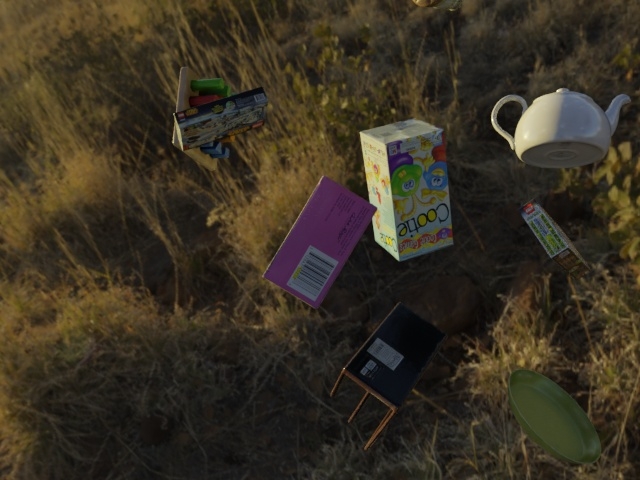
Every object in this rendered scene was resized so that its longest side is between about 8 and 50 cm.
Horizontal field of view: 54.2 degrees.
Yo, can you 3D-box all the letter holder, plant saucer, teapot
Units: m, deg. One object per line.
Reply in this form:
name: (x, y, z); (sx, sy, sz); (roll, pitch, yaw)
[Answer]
letter holder: (0.155, 0.335, 1.546); (0.152, 0.214, 0.302); (34, 40, 14)
plant saucer: (0.498, 0.386, 1.360); (0.037, 0.241, 0.241); (-56, 30, 28)
teapot: (0.626, -0.308, 1.639); (0.252, 0.256, 0.187); (-15, 67, 58)

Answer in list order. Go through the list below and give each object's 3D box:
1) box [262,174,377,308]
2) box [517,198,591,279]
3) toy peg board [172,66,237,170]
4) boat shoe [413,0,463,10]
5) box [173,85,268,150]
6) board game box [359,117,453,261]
box: (0.000, 0.000, 1.220); (0.213, 0.117, 0.243); (-59, 2, 1)
box: (0.447, 0.002, 1.185); (0.036, 0.207, 0.114); (-37, 58, 20)
toy peg board: (-0.215, -0.243, 1.258); (0.079, 0.161, 0.160); (0, 78, 17)
boat shoe: (0.185, -0.544, 1.115); (0.089, 0.285, 0.104); (-5, -7, -44)
box: (-0.149, -0.182, 0.941); (0.137, 0.094, 0.027); (-20, 81, -14)
board game box: (0.198, -0.118, 1.421); (0.142, 0.275, 0.144); (-16, 25, -14)
